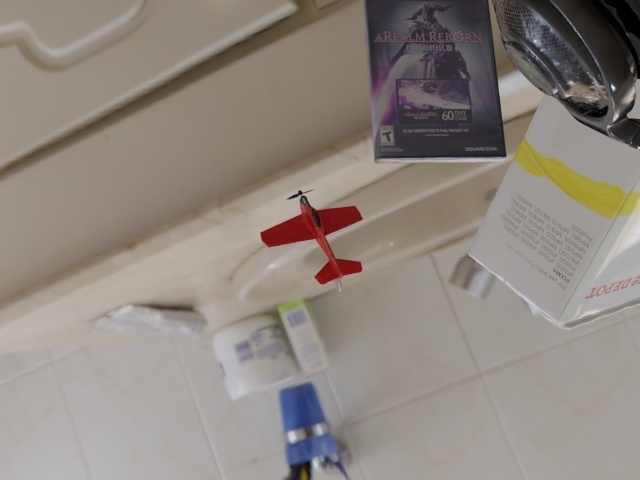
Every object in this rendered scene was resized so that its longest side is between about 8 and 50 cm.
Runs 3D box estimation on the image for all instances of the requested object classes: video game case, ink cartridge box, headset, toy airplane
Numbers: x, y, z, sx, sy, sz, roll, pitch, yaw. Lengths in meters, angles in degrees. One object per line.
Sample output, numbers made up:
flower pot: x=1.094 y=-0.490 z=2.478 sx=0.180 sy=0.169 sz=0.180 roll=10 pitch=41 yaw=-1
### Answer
video game case: x=0.168 y=-0.248 z=1.280 sx=0.196 sy=0.274 sz=0.026 roll=-1 pitch=167 yaw=-8
ink cartridge box: x=0.382 y=-0.108 z=1.038 sx=0.279 sy=0.160 sz=0.385 roll=-7 pitch=128 yaw=-44
headset: x=0.193 y=-0.211 z=0.572 sx=0.394 sy=0.185 sz=0.243 roll=22 pitch=104 yaw=-24
toy airplane: x=0.000 y=0.000 z=1.112 sx=0.151 sy=0.151 sz=0.028 roll=-17 pitch=165 yaw=-26
